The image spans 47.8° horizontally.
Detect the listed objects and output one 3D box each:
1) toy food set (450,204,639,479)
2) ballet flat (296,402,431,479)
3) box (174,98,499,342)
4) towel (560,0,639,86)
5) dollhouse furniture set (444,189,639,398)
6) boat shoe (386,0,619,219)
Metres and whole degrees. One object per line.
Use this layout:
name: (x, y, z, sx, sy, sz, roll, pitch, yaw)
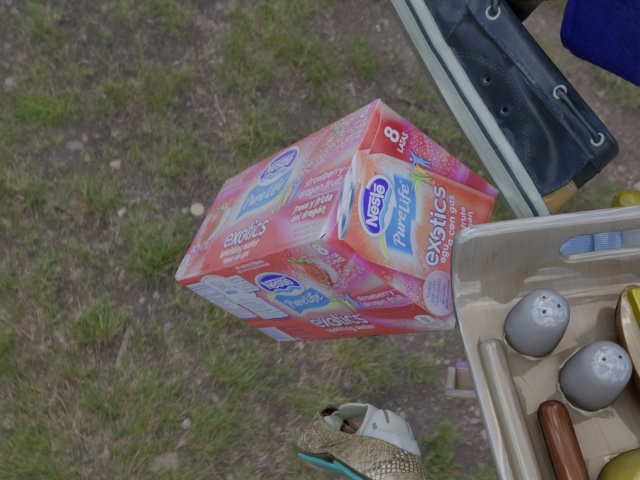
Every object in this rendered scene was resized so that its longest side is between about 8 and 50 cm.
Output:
toy food set: (0.216, 0.114, 0.401, 0.220, 0.092, 0.306, -7, 61, -4)
ballet flat: (0.038, 0.172, 0.612, 0.073, 0.206, 0.067, 31, 73, -22)
box: (0.000, 0.000, 0.703, 0.154, 0.300, 0.142, 33, 65, -23)
towel: (0.350, -0.207, 0.636, 0.076, 0.227, 0.308, -37, 54, -10)
dollhouse furniture set: (0.309, 0.075, 1.002, 0.286, 0.198, 0.303, -2, 75, 26)
boat shoe: (0.174, -0.259, 0.830, 0.156, 0.187, 0.500, -31, 93, 13)
